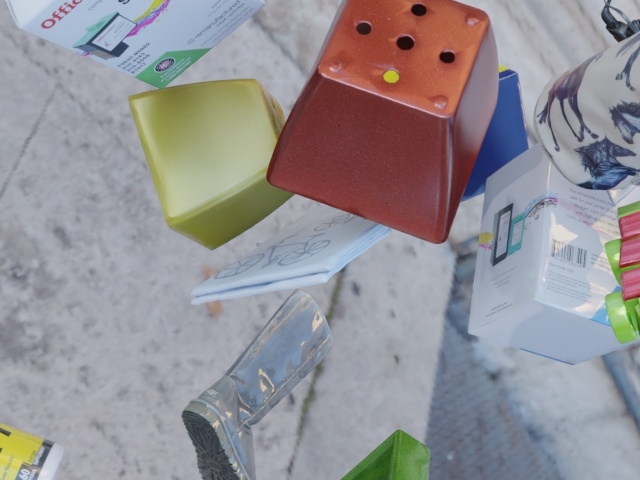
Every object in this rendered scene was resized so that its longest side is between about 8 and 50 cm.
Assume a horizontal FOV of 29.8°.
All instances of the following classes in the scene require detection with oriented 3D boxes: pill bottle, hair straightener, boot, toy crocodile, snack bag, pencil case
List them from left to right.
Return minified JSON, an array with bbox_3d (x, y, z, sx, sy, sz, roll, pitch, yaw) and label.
[{"bbox_3d":[-0.404,0.251,1.349,0.209,0.119,0.119,21,45,-6],"label":"pill bottle"},{"bbox_3d":[-0.062,0.185,1.406,0.208,0.076,0.189,-49,144,-38],"label":"boot"},{"bbox_3d":[0.000,0.000,1.911,0.342,0.323,0.037,-36,106,-43],"label":"snack bag"},{"bbox_3d":[0.425,0.032,1.559,0.105,0.115,0.340,62,24,-25],"label":"toy crocodile"},{"bbox_3d":[0.455,-0.246,1.612,0.230,0.047,0.089,53,-7,-1],"label":"hair straightener"},{"bbox_3d":[0.433,-0.175,1.437,0.183,0.410,0.160,46,67,-8],"label":"pencil case"}]

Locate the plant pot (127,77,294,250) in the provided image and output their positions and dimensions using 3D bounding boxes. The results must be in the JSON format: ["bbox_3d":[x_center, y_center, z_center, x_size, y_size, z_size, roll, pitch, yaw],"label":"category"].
[{"bbox_3d":[-0.141,-0.130,1.813,0.212,0.187,0.212,36,34,-73],"label":"plant pot"}]

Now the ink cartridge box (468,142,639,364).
[{"bbox_3d":[0.366,0.018,1.817,0.198,0.197,0.270,18,66,-17],"label":"ink cartridge box"}]

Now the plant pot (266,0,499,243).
[{"bbox_3d":[0.099,-0.198,1.613,0.235,0.267,0.267,100,12,-62],"label":"plant pot"}]

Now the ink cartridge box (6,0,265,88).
[{"bbox_3d":[-0.239,-0.326,1.532,0.278,0.201,0.117,17,43,-57],"label":"ink cartridge box"}]

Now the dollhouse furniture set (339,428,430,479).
[{"bbox_3d":[0.089,0.367,1.132,0.198,0.151,0.301,37,30,-16],"label":"dollhouse furniture set"}]

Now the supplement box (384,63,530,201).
[{"bbox_3d":[0.194,-0.223,2.138,0.356,0.195,0.194,-136,-152,-60],"label":"supplement box"}]
